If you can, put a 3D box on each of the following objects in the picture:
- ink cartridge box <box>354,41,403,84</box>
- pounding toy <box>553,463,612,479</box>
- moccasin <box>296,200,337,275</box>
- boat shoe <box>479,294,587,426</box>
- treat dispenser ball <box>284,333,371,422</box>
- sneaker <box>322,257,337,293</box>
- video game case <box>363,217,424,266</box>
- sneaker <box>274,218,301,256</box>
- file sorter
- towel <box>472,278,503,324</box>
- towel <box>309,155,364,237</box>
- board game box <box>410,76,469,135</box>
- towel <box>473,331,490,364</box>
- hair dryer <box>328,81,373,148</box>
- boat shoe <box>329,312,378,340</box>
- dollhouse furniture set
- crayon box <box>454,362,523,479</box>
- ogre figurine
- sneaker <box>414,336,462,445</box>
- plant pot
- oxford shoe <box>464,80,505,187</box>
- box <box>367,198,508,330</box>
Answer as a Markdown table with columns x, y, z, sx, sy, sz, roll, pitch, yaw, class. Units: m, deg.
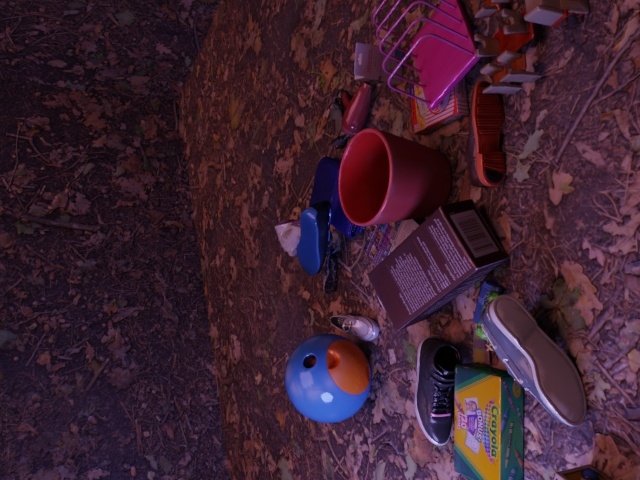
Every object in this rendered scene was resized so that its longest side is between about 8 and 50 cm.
| x | y | z | sx | sy | sz | roll | pitch | yaw | class |
| --- | --- | --- | --- | --- | --- | --- | --- | --- | --- |
| 0.168 | -0.551 | 1.936 | 0.060 | 0.180 | 0.104 | 12 | 99 | 60 | ink cartridge box |
| 0.550 | 0.521 | 1.259 | 0.130 | 0.141 | 0.100 | 31 | 115 | 57 | pounding toy |
| 0.000 | 0.000 | 2.198 | 0.137 | 0.116 | 0.342 | 41 | 148 | 20 | moccasin |
| 0.473 | 0.272 | 1.394 | 0.320 | 0.116 | 0.099 | 57 | 152 | 11 | boat shoe |
| 0.025 | 0.453 | 2.046 | 0.288 | 0.288 | 0.289 | -4 | 86 | 61 | treat dispenser ball |
| 0.033 | 0.130 | 2.298 | 0.058 | 0.052 | 0.135 | -175 | 95 | -67 | sneaker |
| 0.232 | -0.005 | 1.943 | 0.210 | 0.041 | 0.232 | 53 | 134 | 46 | video game case |
| -0.079 | -0.012 | 2.463 | 0.305 | 0.114 | 0.152 | -1 | 101 | 65 | sneaker |
| 0.271 | -0.549 | 1.685 | 0.202 | 0.182 | 0.291 | -47 | 38 | 42 | file sorter |
| 0.434 | 0.166 | 1.593 | 0.067 | 0.029 | 0.120 | 38 | 121 | 55 | towel |
| 0.074 | -0.161 | 2.208 | 0.308 | 0.076 | 0.228 | 35 | 116 | 54 | towel |
| 0.337 | -0.400 | 1.768 | 0.193 | 0.045 | 0.147 | -19 | 73 | 59 | board game box |
| 0.423 | 0.282 | 1.627 | 0.060 | 0.009 | 0.083 | -9 | 80 | 61 | towel |
| 0.094 | -0.468 | 2.169 | 0.293 | 0.080 | 0.224 | -25 | 67 | 58 | hair dryer |
| 0.110 | 0.298 | 2.118 | 0.226 | 0.075 | 0.083 | 0 | 89 | 61 | boat shoe |
| 0.487 | -0.508 | 1.463 | 0.259 | 0.135 | 0.262 | 152 | 116 | -70 | dollhouse furniture set |
| 0.420 | 0.460 | 1.553 | 0.165 | 0.081 | 0.279 | -2 | 88 | 61 | crayon box |
| 0.455 | 0.224 | 1.495 | 0.197 | 0.096 | 0.118 | 37 | 113 | 17 | ogre figurine |
| 0.322 | 0.406 | 1.674 | 0.147 | 0.104 | 0.296 | 125 | 145 | -76 | sneaker |
| 0.220 | -0.172 | 1.768 | 0.275 | 0.243 | 0.275 | -2 | 88 | 60 | plant pot |
| 0.407 | -0.271 | 1.594 | 0.098 | 0.096 | 0.272 | 175 | 95 | -66 | oxford shoe |
| 0.305 | 0.075 | 1.684 | 0.381 | 0.143 | 0.191 | -48 | 63 | 48 | box |
